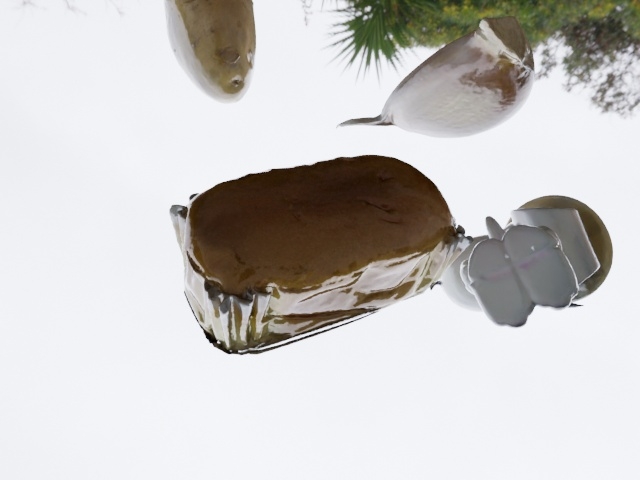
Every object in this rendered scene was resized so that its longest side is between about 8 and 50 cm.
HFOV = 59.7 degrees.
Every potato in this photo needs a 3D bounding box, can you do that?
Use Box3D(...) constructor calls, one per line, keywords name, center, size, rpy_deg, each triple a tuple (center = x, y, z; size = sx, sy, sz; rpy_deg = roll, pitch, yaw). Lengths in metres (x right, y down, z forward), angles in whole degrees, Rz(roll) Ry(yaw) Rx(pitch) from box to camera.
Box3D(name="potato", center=(-0.149, -0.303, 0.789), size=(0.128, 0.161, 0.234), rpy_deg=(-11, -135, -21))

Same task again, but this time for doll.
Box3D(name="doll", center=(0.236, 0.026, 0.598), size=(0.208, 0.271, 0.143), rpy_deg=(-22, -97, -1))

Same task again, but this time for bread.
Box3D(name="bread", center=(0.000, 0.000, 0.492), size=(0.241, 0.107, 0.136), rpy_deg=(-15, -133, -24))

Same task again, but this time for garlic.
Box3D(name="garlic", center=(0.158, -0.183, 0.717), size=(0.148, 0.267, 0.128), rpy_deg=(36, -133, -22))
